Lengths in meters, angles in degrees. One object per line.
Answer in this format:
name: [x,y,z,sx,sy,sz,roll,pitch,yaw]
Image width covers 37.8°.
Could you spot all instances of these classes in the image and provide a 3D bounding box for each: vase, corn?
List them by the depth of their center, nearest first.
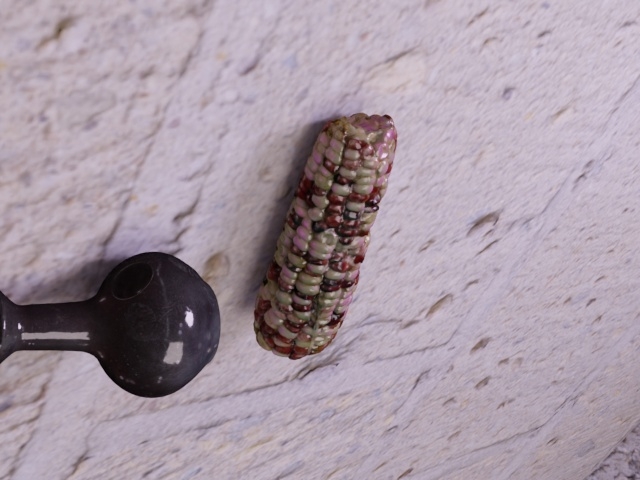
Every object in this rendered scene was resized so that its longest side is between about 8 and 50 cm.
vase: [-0.176,0.069,0.748,0.183,0.120,0.120,0,133,-30]
corn: [0.000,0.000,0.874,0.092,0.092,0.280,-15,137,-36]
